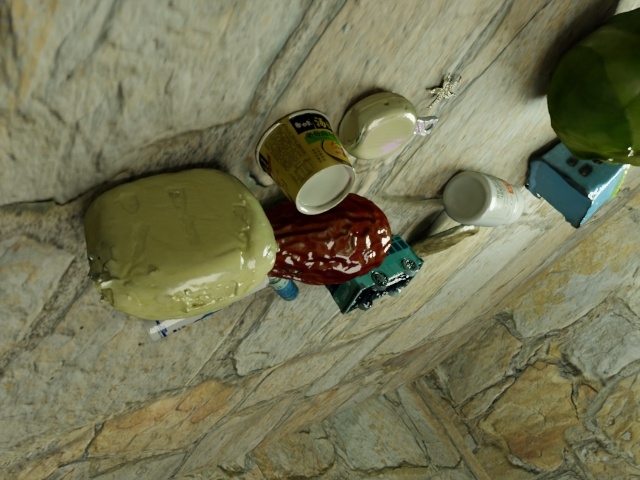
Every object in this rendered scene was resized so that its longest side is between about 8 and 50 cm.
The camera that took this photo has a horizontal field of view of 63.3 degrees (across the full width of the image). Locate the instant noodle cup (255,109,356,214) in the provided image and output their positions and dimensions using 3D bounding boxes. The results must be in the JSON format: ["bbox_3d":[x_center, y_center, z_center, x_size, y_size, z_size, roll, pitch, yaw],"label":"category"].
[{"bbox_3d":[-0.016,-0.126,0.878,0.152,0.122,0.151,-27,151,-16],"label":"instant noodle cup"}]

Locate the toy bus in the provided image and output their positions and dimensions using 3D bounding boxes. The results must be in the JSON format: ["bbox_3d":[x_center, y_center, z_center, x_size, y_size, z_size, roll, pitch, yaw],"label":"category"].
[{"bbox_3d":[0.137,0.086,1.380,0.256,0.147,0.128,-18,149,-38],"label":"toy bus"}]

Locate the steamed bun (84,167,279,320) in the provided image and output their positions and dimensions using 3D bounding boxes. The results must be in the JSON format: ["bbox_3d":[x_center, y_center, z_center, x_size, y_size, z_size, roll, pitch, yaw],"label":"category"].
[{"bbox_3d":[-0.212,0.019,0.785,0.273,0.232,0.166,-17,144,-27],"label":"steamed bun"}]

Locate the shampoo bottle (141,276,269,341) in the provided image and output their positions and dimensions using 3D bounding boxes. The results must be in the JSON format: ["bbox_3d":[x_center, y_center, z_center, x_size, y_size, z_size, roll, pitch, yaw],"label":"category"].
[{"bbox_3d":[-0.218,0.100,1.071,0.303,0.092,0.092,-25,152,-17],"label":"shampoo bottle"}]

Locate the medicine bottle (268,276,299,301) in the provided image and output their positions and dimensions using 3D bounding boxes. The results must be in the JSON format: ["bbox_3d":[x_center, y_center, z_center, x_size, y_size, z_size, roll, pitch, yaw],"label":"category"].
[{"bbox_3d":[-0.098,0.097,1.245,0.051,0.051,0.191,-33,155,-1],"label":"medicine bottle"}]

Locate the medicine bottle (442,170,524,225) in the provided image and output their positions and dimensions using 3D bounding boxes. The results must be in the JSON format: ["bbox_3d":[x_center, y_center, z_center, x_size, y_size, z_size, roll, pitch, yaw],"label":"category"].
[{"bbox_3d":[0.449,-0.106,1.411,0.252,0.144,0.144,6,134,-48],"label":"medicine bottle"}]

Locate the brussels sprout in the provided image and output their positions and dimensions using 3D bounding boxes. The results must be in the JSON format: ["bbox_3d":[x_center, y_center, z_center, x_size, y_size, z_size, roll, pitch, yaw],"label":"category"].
[{"bbox_3d":[0.661,-0.329,1.114,0.275,0.315,0.371,-57,-168,-9],"label":"brussels sprout"}]

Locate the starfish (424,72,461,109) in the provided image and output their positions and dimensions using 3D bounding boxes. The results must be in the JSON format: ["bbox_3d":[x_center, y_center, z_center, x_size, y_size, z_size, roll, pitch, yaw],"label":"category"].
[{"bbox_3d":[0.239,-0.287,1.011,0.092,0.016,0.086,-46,150,12],"label":"starfish"}]

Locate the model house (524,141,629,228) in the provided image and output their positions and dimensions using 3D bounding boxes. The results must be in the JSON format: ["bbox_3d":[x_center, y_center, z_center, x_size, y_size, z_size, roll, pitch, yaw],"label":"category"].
[{"bbox_3d":[0.807,-0.223,1.547,0.303,0.215,0.237,-37,153,-1],"label":"model house"}]

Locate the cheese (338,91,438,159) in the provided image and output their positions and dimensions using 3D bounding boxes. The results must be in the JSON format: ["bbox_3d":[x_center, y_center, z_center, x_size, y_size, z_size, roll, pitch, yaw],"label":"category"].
[{"bbox_3d":[0.139,-0.213,0.970,0.228,0.064,0.137,-10,149,-36],"label":"cheese"}]

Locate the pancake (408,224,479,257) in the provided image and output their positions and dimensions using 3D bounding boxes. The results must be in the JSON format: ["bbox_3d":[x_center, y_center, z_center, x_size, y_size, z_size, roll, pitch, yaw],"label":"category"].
[{"bbox_3d":[0.361,0.004,1.540,0.236,0.042,0.223,-27,165,39],"label":"pancake"}]

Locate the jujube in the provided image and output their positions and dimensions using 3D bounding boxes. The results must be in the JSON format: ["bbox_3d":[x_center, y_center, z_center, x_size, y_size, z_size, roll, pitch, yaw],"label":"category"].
[{"bbox_3d":[0.000,0.000,1.035,0.291,0.197,0.197,-5,144,-20],"label":"jujube"}]
